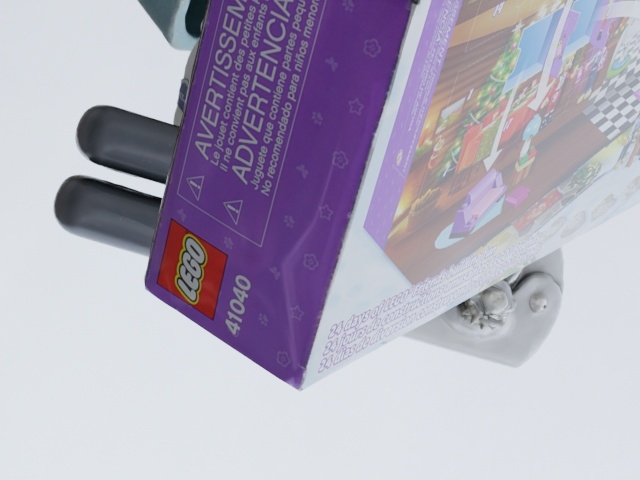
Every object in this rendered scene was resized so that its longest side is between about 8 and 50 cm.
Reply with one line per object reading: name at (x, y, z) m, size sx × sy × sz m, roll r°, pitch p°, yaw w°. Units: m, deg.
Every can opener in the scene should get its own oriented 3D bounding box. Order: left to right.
can opener at (0.000, 0.000, 0.861) m, size 0.093 × 0.280 × 0.074 m, roll 24°, pitch -83°, yaw 69°

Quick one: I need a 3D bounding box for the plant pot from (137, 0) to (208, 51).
plant pot at (-0.051, -0.314, 1.355) m, size 0.252 × 0.248 × 0.247 m, roll 43°, pitch -56°, yaw 41°

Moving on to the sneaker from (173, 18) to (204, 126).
sneaker at (0.035, -0.069, 1.085) m, size 0.131 × 0.296 × 0.112 m, roll -61°, pitch -148°, yaw 14°

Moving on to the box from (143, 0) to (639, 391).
box at (0.083, -0.097, 0.469) m, size 0.293 × 0.057 × 0.201 m, roll -24°, pitch 138°, yaw -51°
